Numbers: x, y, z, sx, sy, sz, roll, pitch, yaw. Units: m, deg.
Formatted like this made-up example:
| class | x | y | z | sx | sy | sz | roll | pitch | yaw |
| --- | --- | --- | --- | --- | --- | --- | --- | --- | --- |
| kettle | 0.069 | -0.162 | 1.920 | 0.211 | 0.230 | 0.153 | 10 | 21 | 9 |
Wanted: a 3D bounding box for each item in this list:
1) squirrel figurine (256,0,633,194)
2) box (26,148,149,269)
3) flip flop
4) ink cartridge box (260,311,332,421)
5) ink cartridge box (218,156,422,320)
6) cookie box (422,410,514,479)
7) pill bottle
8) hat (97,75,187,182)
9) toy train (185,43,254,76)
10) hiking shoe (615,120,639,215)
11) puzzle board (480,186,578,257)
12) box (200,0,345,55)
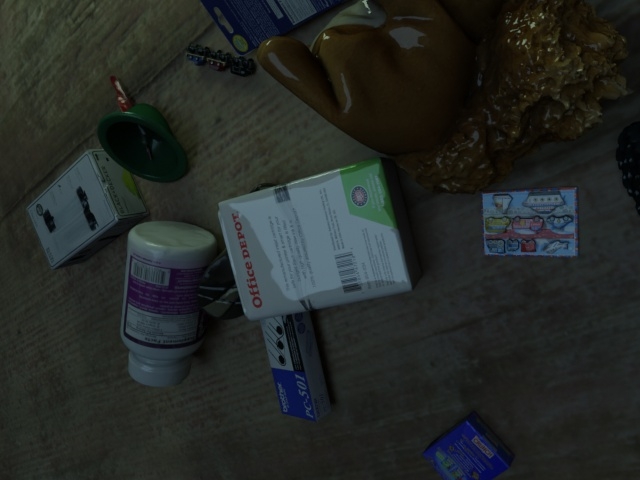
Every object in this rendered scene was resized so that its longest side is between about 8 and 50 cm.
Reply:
| class | x | y | z | sx | sy | sz | roll | pitch | yaw |
| --- | --- | --- | --- | --- | --- | --- | --- | --- | --- |
| squirrel figurine | 0.176 | -0.270 | 0.650 | 0.397 | 0.281 | 0.370 | 40 | 108 | 3 |
| box | -0.529 | -0.066 | 1.182 | 0.290 | 0.087 | 0.169 | -29 | 84 | 33 |
| flip flop | -0.134 | 0.022 | 0.968 | 0.112 | 0.080 | 0.277 | 24 | 98 | -2 |
| ink cartridge box | -0.048 | 0.219 | 0.959 | 0.097 | 0.046 | 0.207 | -7 | 98 | 45 |
| ink cartridge box | 0.000 | 0.000 | 0.829 | 0.272 | 0.115 | 0.199 | -13 | 93 | 20 |
| cookie box | 0.233 | 0.340 | 0.831 | 0.092 | 0.040 | 0.107 | 48 | 120 | 15 |
| pill bottle | -0.304 | 0.127 | 1.038 | 0.169 | 0.169 | 0.302 | 21 | 110 | 26 |
| hat | -0.338 | -0.250 | 1.068 | 0.173 | 0.184 | 0.208 | -24 | 129 | 39 |
| toy train | -0.185 | -0.327 | 0.958 | 0.158 | 0.027 | 0.036 | 23 | 122 | 25 |
| hiking shoe | 0.473 | -0.031 | 0.591 | 0.132 | 0.113 | 0.304 | -37 | 76 | 4 |
| puzzle board | 0.292 | -0.024 | 0.739 | 0.128 | 0.011 | 0.097 | 0 | 100 | 31 |
| box | -0.080 | -0.398 | 0.832 | 0.225 | 0.037 | 0.136 | -15 | 129 | 31 |
